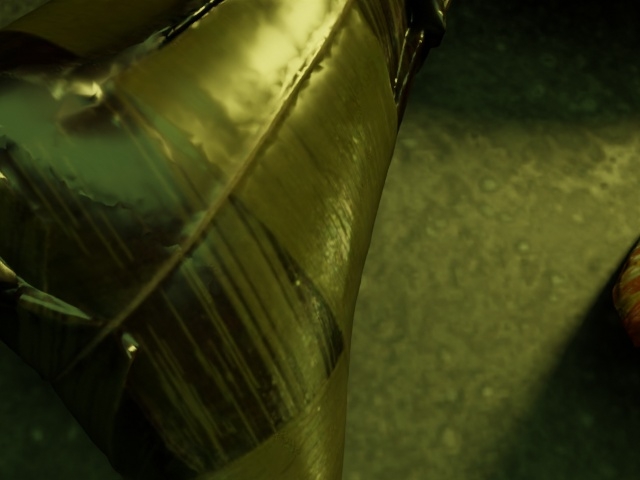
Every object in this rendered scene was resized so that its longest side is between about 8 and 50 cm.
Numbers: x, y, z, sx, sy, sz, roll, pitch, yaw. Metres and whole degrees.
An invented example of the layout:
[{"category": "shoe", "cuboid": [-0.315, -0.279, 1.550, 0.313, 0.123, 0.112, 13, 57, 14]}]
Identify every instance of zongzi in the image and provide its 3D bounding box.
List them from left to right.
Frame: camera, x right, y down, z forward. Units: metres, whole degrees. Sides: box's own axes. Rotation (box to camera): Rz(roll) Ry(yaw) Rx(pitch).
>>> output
[{"category": "zongzi", "cuboid": [0.000, 0.000, 0.418, 0.289, 0.154, 0.318, -39, 100, -22]}]

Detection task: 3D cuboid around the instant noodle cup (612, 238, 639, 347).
[{"category": "instant noodle cup", "cuboid": [0.300, 0.020, 0.387, 0.200, 0.264, 0.264, 46, 71, 0]}]
